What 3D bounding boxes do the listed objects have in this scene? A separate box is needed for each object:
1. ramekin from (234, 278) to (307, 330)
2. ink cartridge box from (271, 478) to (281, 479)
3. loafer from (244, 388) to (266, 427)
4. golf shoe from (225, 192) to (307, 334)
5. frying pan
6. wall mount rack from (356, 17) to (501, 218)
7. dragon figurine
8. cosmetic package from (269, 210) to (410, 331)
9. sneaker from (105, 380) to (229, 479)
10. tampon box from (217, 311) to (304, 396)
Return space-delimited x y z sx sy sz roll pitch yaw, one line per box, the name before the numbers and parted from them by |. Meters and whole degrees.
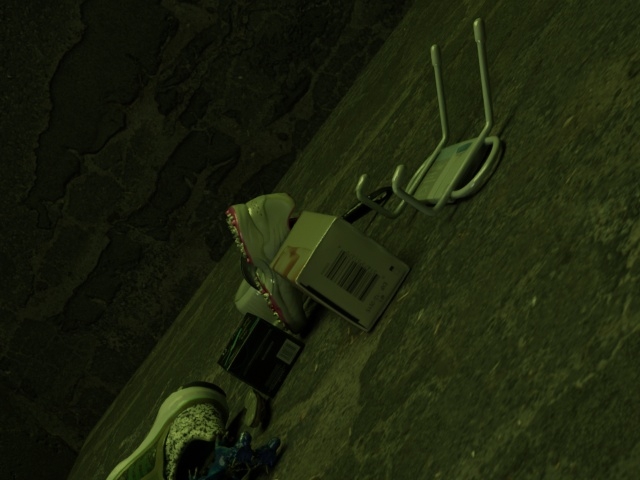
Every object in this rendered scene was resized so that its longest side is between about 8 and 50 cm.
ramekin | -0.096 0.092 2.235 0.207 0.109 0.207 -53 12 16
ink cartridge box | -0.079 0.390 1.462 0.089 0.052 0.122 -63 11 -26
loafer | -0.113 0.307 1.891 0.045 0.039 0.125 -63 13 11
golf shoe | -0.064 0.044 1.939 0.140 0.306 0.115 -28 36 -8
frying pan | 0.003 0.023 2.047 0.053 0.326 0.197 -110 6 -49
wall mount rack | 0.192 -0.181 1.688 0.304 0.130 0.350 -58 12 -8
dragon figurine | -0.170 0.411 1.714 0.289 0.085 0.144 -54 11 10
cosmetic package | 0.023 0.045 1.740 0.129 0.153 0.296 -56 9 -3
sneaker | -0.304 0.477 2.020 0.410 0.158 0.182 -60 28 10
tampon box | -0.118 0.216 1.991 0.120 0.101 0.161 -59 10 -7
